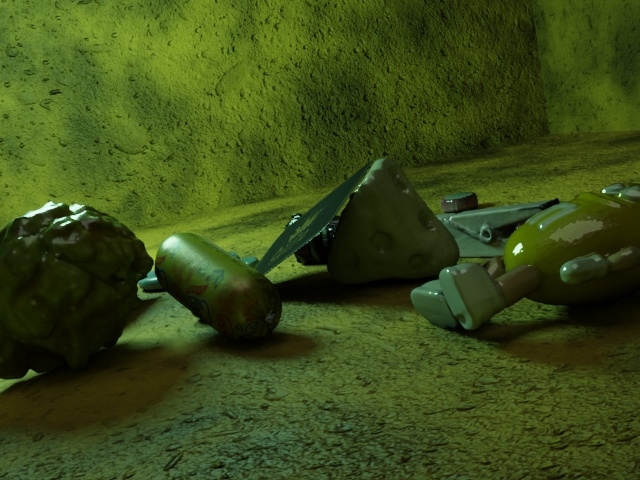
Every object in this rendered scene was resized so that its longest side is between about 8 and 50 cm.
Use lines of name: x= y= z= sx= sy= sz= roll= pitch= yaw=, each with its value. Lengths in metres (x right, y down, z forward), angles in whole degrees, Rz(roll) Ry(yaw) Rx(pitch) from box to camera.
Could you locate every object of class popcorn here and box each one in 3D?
popcorn: x=-0.443 y=0.077 z=1.404 sx=0.279 sy=0.274 sz=0.335 roll=-36 pitch=4 yaw=21

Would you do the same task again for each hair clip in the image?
hair clip: x=0.328 y=-0.016 z=1.666 sx=0.331 sy=0.101 sz=0.085 roll=-5 pitch=14 yaw=42

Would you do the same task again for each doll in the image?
doll: x=0.339 y=0.030 z=1.214 sx=0.423 sy=0.161 sz=0.348 roll=-25 pitch=12 yaw=-38

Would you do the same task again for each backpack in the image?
backpack: x=0.000 y=-0.003 z=1.902 sx=0.165 sy=0.120 sz=0.106 roll=-3 pitch=34 yaw=38

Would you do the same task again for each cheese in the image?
cheese: x=0.127 y=0.010 z=1.609 sx=0.248 sy=0.251 sz=0.173 roll=-47 pitch=2 yaw=34

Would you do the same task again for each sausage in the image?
sausage: x=-0.187 y=0.076 z=1.423 sx=0.123 sy=0.123 sz=0.347 roll=-17 pitch=29 yaw=-35

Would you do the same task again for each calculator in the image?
calculator: x=-0.295 y=0.072 z=1.983 sx=0.299 sy=0.041 sz=0.185 roll=-11 pitch=9 yaw=5

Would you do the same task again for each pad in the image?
pad: x=-0.073 y=-0.018 z=1.628 sx=0.375 sy=0.063 sz=0.315 roll=-38 pitch=14 yaw=46

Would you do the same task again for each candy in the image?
candy: x=0.387 y=-0.106 z=2.271 sx=0.103 sy=0.043 sz=0.103 roll=-10 pitch=10 yaw=2

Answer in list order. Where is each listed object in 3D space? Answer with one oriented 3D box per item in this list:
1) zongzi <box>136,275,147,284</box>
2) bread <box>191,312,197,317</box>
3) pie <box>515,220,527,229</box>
zongzi: x=-0.547 y=0.125 z=1.775 sx=0.300 sy=0.145 sz=0.274 roll=-27 pitch=13 yaw=9
bread: x=-0.205 y=0.089 z=1.601 sx=0.119 sy=0.084 sz=0.177 roll=-26 pitch=17 yaw=3
pie: x=0.486 y=-0.030 z=1.739 sx=0.154 sy=0.036 sz=0.154 roll=-10 pitch=11 yaw=2
